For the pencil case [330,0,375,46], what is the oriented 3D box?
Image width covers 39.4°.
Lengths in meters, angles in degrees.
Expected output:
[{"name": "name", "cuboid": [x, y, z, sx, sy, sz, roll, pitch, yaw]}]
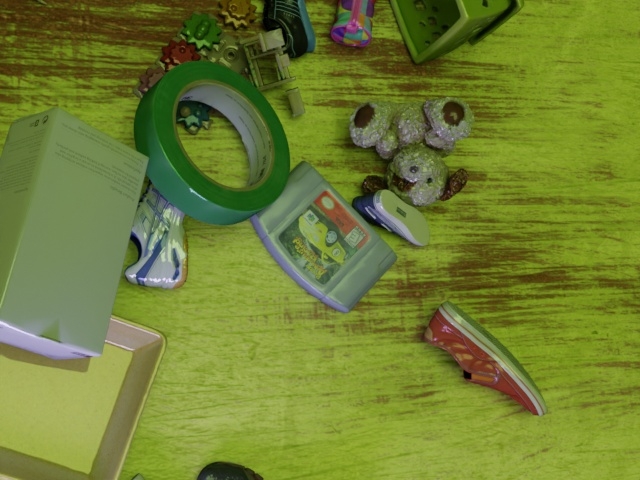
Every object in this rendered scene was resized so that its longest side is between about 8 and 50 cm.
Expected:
[{"name": "pencil case", "cuboid": [0.083, -0.553, 1.991, 0.104, 0.104, 0.236, 12, 75, -15]}]

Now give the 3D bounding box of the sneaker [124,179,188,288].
[{"name": "sneaker", "cuboid": [-0.326, -0.055, 1.739, 0.130, 0.112, 0.297, 1, 75, -13]}]

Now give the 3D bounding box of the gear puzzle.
[{"name": "gear puzzle", "cuboid": [-0.230, -0.392, 1.879, 0.175, 0.044, 0.339, 35, 70, -8]}]

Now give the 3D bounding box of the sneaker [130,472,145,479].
[{"name": "sneaker", "cuboid": [-0.367, 0.580, 1.583, 0.169, 0.108, 0.292, 45, 69, -2]}]

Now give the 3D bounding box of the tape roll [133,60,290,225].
[{"name": "tape roll", "cuboid": [-0.205, -0.190, 1.744, 0.321, 0.077, 0.321, 22, 55, -35]}]

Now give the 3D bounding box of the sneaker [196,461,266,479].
[{"name": "sneaker", "cuboid": [-0.094, 0.503, 1.659, 0.281, 0.162, 0.106, 34, 70, -9]}]

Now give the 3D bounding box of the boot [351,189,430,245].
[{"name": "boot", "cuboid": [0.154, -0.047, 1.922, 0.190, 0.086, 0.069, 41, 57, -36]}]

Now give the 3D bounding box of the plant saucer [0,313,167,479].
[{"name": "plant saucer", "cuboid": [-0.489, 0.275, 1.626, 0.332, 0.081, 0.333, 22, 72, -12]}]

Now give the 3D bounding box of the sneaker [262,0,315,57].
[{"name": "sneaker", "cuboid": [-0.088, -0.506, 1.932, 0.090, 0.081, 0.232, -19, 85, -28]}]

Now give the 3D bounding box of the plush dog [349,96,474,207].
[{"name": "plush dog", "cuboid": [0.201, -0.184, 1.927, 0.262, 0.210, 0.226, -2, 93, 10]}]

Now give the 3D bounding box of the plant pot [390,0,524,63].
[{"name": "plant pot", "cuboid": [0.308, -0.555, 2.004, 0.207, 0.227, 0.228, -17, 83, -28]}]

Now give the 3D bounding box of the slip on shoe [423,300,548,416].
[{"name": "slip on shoe", "cuboid": [0.353, 0.265, 1.901, 0.331, 0.123, 0.101, 41, 101, -11]}]

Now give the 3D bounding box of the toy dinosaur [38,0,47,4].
[{"name": "toy dinosaur", "cuboid": [-0.626, -0.540, 1.778, 0.092, 0.053, 0.183, -35, 90, -23]}]

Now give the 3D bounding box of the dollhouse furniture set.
[{"name": "dollhouse furniture set", "cuboid": [-0.104, -0.332, 1.834, 0.101, 0.161, 0.182, -16, 102, 2]}]

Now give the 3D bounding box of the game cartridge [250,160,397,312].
[{"name": "game cartridge", "cuboid": [0.000, 0.000, 1.865, 0.294, 0.060, 0.196, 45, 73, -4]}]

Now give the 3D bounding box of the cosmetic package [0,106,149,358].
[{"name": "cosmetic package", "cuboid": [-0.457, -0.005, 1.540, 0.217, 0.156, 0.385, 32, 62, -43]}]
